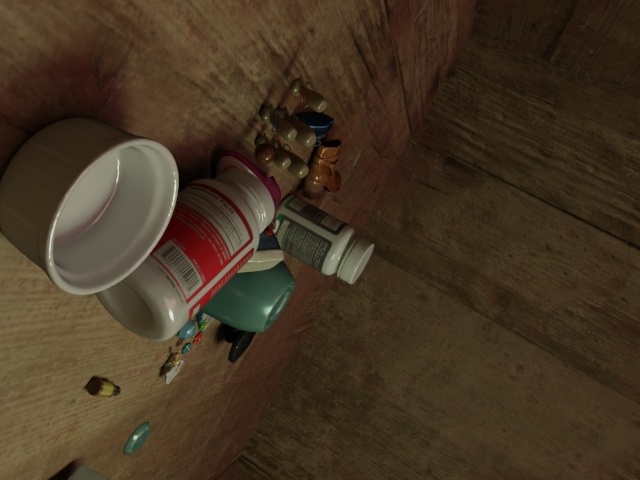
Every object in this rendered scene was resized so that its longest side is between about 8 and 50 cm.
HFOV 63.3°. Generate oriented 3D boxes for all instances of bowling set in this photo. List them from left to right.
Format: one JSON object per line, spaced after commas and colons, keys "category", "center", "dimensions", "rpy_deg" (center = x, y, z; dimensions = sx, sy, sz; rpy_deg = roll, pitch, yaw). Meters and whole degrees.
{"category": "bowling set", "center": [-0.120, -0.295, 1.404], "dimensions": [0.199, 0.154, 0.287], "rpy_deg": [-22, 145, -40]}

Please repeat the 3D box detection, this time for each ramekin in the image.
{"category": "ramekin", "center": [-0.376, -0.063, 0.850], "dimensions": [0.277, 0.135, 0.277], "rpy_deg": [-56, 165, -24]}

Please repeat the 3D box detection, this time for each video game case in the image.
{"category": "video game case", "center": [-0.363, 0.228, 1.781], "dimensions": [0.166, 0.015, 0.119], "rpy_deg": [-52, 165, -32]}

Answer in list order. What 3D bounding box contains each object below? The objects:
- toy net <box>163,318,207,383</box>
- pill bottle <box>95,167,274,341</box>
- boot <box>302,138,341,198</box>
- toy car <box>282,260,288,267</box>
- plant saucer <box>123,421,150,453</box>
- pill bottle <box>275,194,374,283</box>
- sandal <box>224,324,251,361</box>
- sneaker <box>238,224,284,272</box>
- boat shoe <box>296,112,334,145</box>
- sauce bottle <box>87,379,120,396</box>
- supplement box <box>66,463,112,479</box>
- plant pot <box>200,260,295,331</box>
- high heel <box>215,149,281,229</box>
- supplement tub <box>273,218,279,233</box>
{"category": "toy net", "center": [-0.447, 0.350, 1.668], "dimensions": [0.232, 0.045, 0.122], "rpy_deg": [-62, 169, 10]}
{"category": "pill bottle", "center": [-0.283, 0.009, 1.154], "dimensions": [0.408, 0.228, 0.229], "rpy_deg": [-49, 162, -42]}
{"category": "boot", "center": [0.029, -0.295, 2.016], "dimensions": [0.283, 0.109, 0.220], "rpy_deg": [-28, 141, -54]}
{"category": "toy car", "center": [-0.182, 0.138, 2.104], "dimensions": [0.225, 0.053, 0.239], "rpy_deg": [88, 17, -52]}
{"category": "plant saucer", "center": [-0.614, 0.672, 1.755], "dimensions": [0.119, 0.021, 0.119], "rpy_deg": [-56, 167, -21]}
{"category": "pill bottle", "center": [0.000, 0.000, 1.905], "dimensions": [0.204, 0.360, 0.204], "rpy_deg": [-55, 166, -21]}
{"category": "sandal", "center": [-0.312, 0.348, 2.085], "dimensions": [0.446, 0.106, 0.168], "rpy_deg": [-61, 175, -74]}
{"category": "sneaker", "center": [-0.268, 0.010, 1.411], "dimensions": [0.349, 0.148, 0.131], "rpy_deg": [-2, 159, -42]}
{"category": "boat shoe", "center": [-0.016, -0.352, 1.675], "dimensions": [0.089, 0.109, 0.258], "rpy_deg": [-63, 165, 23]}
{"category": "sauce bottle", "center": [-0.553, 0.382, 1.335], "dimensions": [0.042, 0.042, 0.128], "rpy_deg": [-57, 168, -17]}
{"category": "supplement box", "center": [-0.659, 0.739, 1.404], "dimensions": [0.220, 0.111, 0.114], "rpy_deg": [-63, 178, 19]}
{"category": "plant pot", "center": [-0.221, 0.144, 1.614], "dimensions": [0.293, 0.235, 0.293], "rpy_deg": [-57, 171, -14]}
{"category": "high heel", "center": [-0.200, -0.182, 1.447], "dimensions": [0.377, 0.127, 0.182], "rpy_deg": [72, 14, -63]}
{"category": "supplement tub", "center": [-0.190, -0.059, 1.627], "dimensions": [0.071, 0.107, 0.071], "rpy_deg": [-56, 167, -20]}
